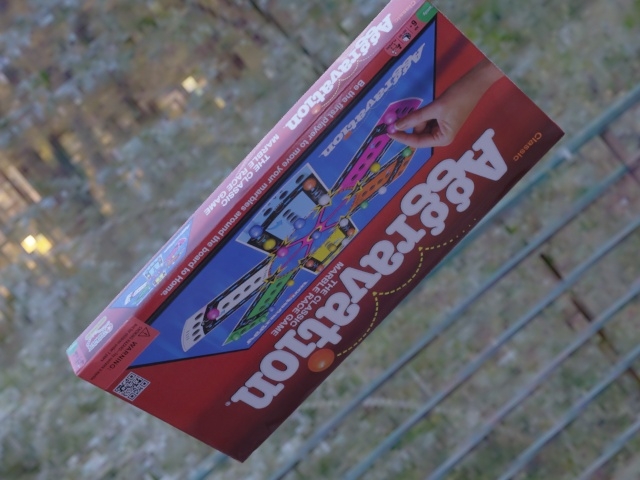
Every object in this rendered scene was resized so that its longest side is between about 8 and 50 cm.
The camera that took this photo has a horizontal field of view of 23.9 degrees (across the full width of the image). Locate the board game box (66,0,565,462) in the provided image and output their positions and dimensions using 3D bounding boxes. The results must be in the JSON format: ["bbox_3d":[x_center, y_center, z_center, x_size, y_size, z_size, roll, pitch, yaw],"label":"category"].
[{"bbox_3d":[0.000,0.000,0.865,0.281,0.145,0.027,-47,43,9],"label":"board game box"}]
